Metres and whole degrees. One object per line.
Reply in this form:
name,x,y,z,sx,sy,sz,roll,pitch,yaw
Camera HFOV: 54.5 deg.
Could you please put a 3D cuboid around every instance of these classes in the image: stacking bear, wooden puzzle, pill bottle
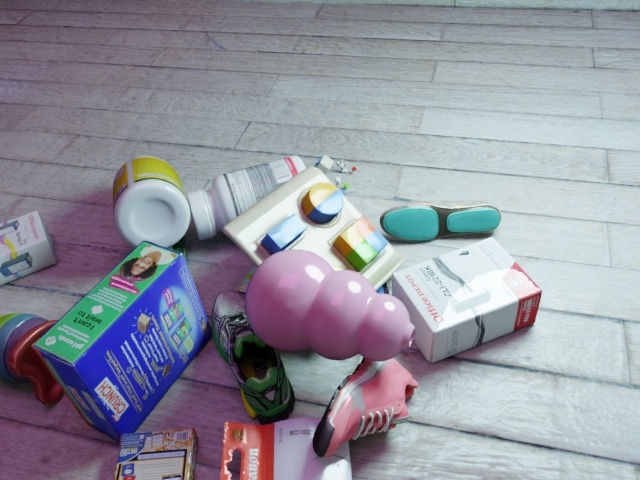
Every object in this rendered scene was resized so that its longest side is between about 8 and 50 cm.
stacking bear,-0.701,0.238,1.383,0.288,0.175,0.164,4,45,22
wooden puzzle,0.000,0.000,1.447,0.348,0.080,0.322,44,54,8
pill bottle,-0.188,-0.107,1.672,0.318,0.176,0.176,-16,43,-11
pill bottle,-0.463,-0.118,1.680,0.187,0.188,0.334,-17,27,-11

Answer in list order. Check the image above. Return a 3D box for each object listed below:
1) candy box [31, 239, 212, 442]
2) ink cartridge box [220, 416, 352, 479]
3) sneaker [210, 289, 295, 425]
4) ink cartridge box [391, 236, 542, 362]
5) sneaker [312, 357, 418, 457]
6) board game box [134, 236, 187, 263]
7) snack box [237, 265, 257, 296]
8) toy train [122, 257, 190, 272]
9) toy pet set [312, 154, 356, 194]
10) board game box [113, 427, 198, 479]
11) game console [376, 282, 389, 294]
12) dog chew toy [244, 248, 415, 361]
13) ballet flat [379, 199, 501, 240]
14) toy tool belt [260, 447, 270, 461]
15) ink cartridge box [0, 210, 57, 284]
candy box,-0.388,0.207,1.288,0.122,0.268,0.317,14,46,25
ink cartridge box,-0.059,0.411,1.127,0.232,0.066,0.189,15,40,-17
sneaker,-0.149,0.217,1.338,0.134,0.146,0.343,-22,44,-16
ink cartridge box,0.320,0.129,1.400,0.272,0.114,0.197,-19,45,-13
sneaker,0.100,0.314,1.185,0.136,0.116,0.314,31,32,15
board game box,-0.416,0.064,1.624,0.136,0.030,0.260,-13,43,-5
snack box,-0.068,0.105,1.506,0.207,0.070,0.175,12,45,20
toy train,-0.399,0.086,1.499,0.184,0.105,0.080,9,44,16
toy pet set,0.030,-0.189,1.839,0.114,0.065,0.122,34,50,-8
board game box,-0.315,0.455,1.173,0.146,0.045,0.194,-5,43,1
game console,0.101,0.144,1.437,0.122,0.071,0.107,-3,8,4
dog chew toy,0.021,0.141,1.221,0.331,0.207,0.207,16,47,19
ballet flat,0.310,-0.059,1.635,0.315,0.108,0.106,1,23,0
toy tool belt,-0.097,0.417,1.180,0.052,0.051,0.083,28,43,-16
ink cartridge box,-0.836,0.027,1.667,0.212,0.093,0.154,-22,44,-19
